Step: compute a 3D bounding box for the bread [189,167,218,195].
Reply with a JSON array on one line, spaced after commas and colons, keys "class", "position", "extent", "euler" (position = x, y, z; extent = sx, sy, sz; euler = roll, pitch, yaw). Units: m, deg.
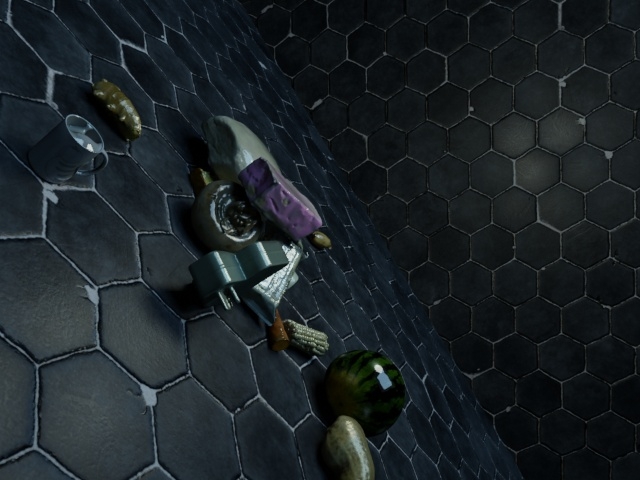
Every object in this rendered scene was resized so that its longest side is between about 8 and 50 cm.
[{"class": "bread", "position": [-0.351, -0.148, 1.851], "extent": [0.103, 0.065, 0.188], "euler": [14, 44, -57]}]

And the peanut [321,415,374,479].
[{"class": "peanut", "position": [0.075, 0.613, 1.595], "extent": [0.122, 0.137, 0.253], "euler": [109, -32, -51]}]

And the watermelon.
[{"class": "watermelon", "position": [0.137, 0.468, 1.798], "extent": [0.269, 0.268, 0.269], "euler": [49, 19, -24]}]

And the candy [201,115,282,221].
[{"class": "candy", "position": [-0.244, -0.242, 2.025], "extent": [0.427, 0.186, 0.386], "euler": [57, 2, -42]}]

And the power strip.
[{"class": "power strip", "position": [-0.216, 0.104, 1.492], "extent": [0.141, 0.229, 0.261], "euler": [61, 17, 9]}]

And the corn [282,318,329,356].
[{"class": "corn", "position": [-0.053, 0.313, 1.829], "extent": [0.210, 0.087, 0.087], "euler": [30, 32, -49]}]

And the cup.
[{"class": "cup", "position": [-0.545, -0.186, 1.272], "extent": [0.136, 0.133, 0.099], "euler": [48, 19, -27]}]

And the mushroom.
[{"class": "mushroom", "position": [-0.270, -0.071, 1.700], "extent": [0.226, 0.178, 0.227], "euler": [13, 67, -33]}]

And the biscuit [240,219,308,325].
[{"class": "biscuit", "position": [-0.147, 0.090, 1.767], "extent": [0.186, 0.079, 0.309], "euler": [43, 45, -22]}]

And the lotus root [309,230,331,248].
[{"class": "lotus root", "position": [0.000, 0.000, 2.524], "extent": [0.151, 0.063, 0.072], "euler": [32, 3, -40]}]

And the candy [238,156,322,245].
[{"class": "candy", "position": [-0.122, -0.119, 1.749], "extent": [0.265, 0.115, 0.156], "euler": [42, 15, -45]}]

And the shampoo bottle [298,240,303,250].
[{"class": "shampoo bottle", "position": [-0.128, -0.045, 2.221], "extent": [0.118, 0.087, 0.234], "euler": [45, 21, -35]}]

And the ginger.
[{"class": "ginger", "position": [-0.573, -0.380, 1.617], "extent": [0.206, 0.081, 0.115], "euler": [53, -15, 13]}]

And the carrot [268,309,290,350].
[{"class": "carrot", "position": [-0.144, 0.237, 1.772], "extent": [0.057, 0.057, 0.224], "euler": [41, 19, -41]}]

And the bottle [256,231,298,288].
[{"class": "bottle", "position": [-0.180, 0.055, 1.883], "extent": [0.245, 0.104, 0.104], "euler": [55, 18, -10]}]
